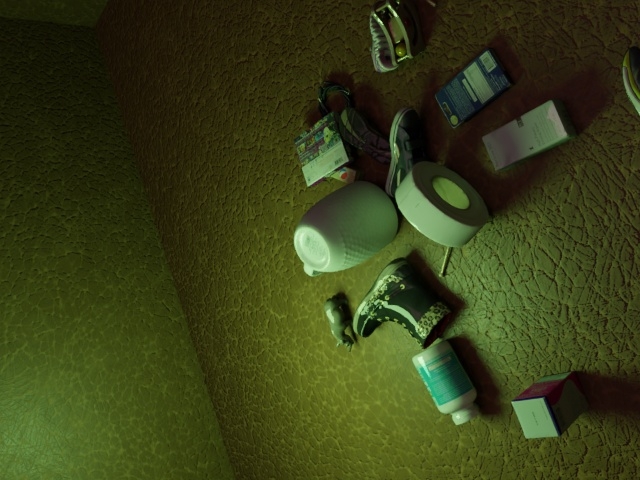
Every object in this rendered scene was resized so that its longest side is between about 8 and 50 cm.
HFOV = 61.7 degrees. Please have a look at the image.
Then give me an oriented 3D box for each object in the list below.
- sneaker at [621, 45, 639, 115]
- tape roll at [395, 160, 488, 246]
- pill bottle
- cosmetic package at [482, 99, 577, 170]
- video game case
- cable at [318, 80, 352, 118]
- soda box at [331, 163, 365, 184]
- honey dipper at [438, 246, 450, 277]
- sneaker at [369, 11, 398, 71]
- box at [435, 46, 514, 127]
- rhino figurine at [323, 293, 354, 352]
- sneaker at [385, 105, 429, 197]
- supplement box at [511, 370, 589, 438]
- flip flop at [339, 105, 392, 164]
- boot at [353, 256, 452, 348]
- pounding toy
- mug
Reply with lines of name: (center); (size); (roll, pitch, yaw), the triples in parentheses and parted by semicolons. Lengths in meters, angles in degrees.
sneaker: (0.828, -0.340, 1.292); (0.121, 0.111, 0.300); (-28, 85, 35)
tape roll: (0.376, -0.116, 1.661); (0.286, 0.286, 0.100); (54, 131, 22)
pill bottle: (0.438, 0.489, 1.840); (0.146, 0.146, 0.264); (-42, 69, 42)
cosmetic package: (0.596, -0.298, 1.538); (0.231, 0.085, 0.118); (-28, 78, 44)
video game case: (0.009, -0.351, 2.078); (0.232, 0.041, 0.210); (-29, 73, 39)
cable: (0.053, -0.527, 2.065); (0.184, 0.047, 0.151); (32, 121, 36)
soda box: (0.086, -0.271, 2.084); (0.181, 0.058, 0.061); (28, 119, 37)
honey dipper: (0.429, 0.055, 1.833); (0.030, 0.030, 0.161); (31, 123, 37)
sneaker: (0.209, -0.684, 1.844); (0.104, 0.095, 0.237); (148, 117, -77)
box: (0.471, -0.467, 1.659); (0.225, 0.036, 0.137); (-37, 72, 42)
rhino figurine: (0.080, 0.344, 2.200); (0.073, 0.106, 0.244); (-22, 84, 47)
sneaker: (0.309, -0.283, 1.809); (0.127, 0.126, 0.321); (32, 131, 42)
supplement box: (0.668, 0.472, 1.549); (0.114, 0.220, 0.111); (-28, 79, 47)
flip flop: (0.179, -0.382, 1.958); (0.277, 0.080, 0.112); (40, 122, 14)
boot: (0.291, 0.284, 1.957); (0.284, 0.138, 0.378); (45, 122, 29)
pounding toy: (0.273, -0.718, 1.717); (0.154, 0.154, 0.270); (-11, 92, 46)
mug: (0.058, -0.004, 1.952); (0.276, 0.328, 0.374); (45, 137, 16)
